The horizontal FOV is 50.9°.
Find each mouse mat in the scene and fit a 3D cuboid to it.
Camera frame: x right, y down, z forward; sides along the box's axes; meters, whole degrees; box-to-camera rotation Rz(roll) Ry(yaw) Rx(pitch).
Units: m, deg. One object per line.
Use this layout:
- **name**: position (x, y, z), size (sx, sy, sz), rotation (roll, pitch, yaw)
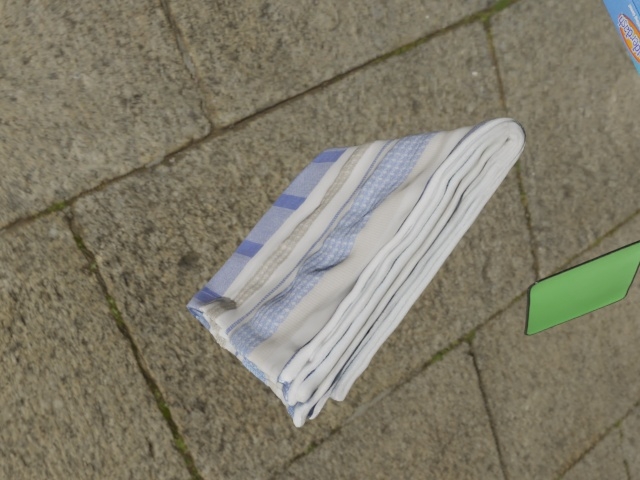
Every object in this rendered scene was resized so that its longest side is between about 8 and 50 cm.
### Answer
- **mouse mat**: position (0.333, 0.065, 0.860), size (0.152, 0.007, 0.190), rotation (-22, 149, 3)

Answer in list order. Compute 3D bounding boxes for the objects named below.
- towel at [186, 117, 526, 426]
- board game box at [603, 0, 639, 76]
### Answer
- **towel**: position (0.000, 0.000, 0.481), size (0.034, 0.285, 0.209), rotation (43, 79, -19)
- **board game box**: position (0.450, -0.266, 0.820), size (0.160, 0.047, 0.210), rotation (-16, 76, -9)
